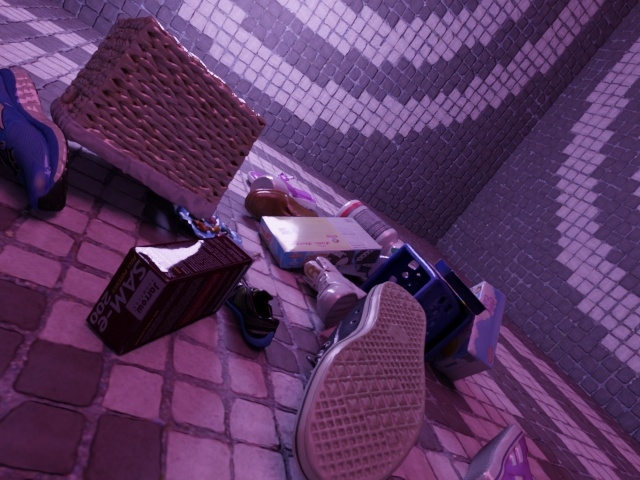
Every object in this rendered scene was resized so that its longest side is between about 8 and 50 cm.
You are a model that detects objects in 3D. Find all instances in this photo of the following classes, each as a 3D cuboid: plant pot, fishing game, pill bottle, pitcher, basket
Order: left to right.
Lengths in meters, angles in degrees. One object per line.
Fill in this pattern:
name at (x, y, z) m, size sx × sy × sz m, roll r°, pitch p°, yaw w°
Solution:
basket at (-0.349, -0.267, 0.931) m, size 0.331 × 0.266 × 0.328 m, roll 37°, pitch -1°, yaw -42°
fishing game at (-0.266, -0.041, 1.035) m, size 0.264 × 0.041 × 0.189 m, roll 39°, pitch 12°, yaw 12°
pitcher at (-0.146, -0.134, 1.465) m, size 0.177 × 0.125 × 0.207 m, roll 50°, pitch 6°, yaw 17°
pill bottle at (0.212, -0.014, 1.779) m, size 0.318 × 0.176 × 0.176 m, roll 43°, pitch 16°, yaw 24°
plant pot at (0.262, 0.184, 1.182) m, size 0.212 × 0.236 × 0.236 m, roll 39°, pitch 13°, yaw -21°

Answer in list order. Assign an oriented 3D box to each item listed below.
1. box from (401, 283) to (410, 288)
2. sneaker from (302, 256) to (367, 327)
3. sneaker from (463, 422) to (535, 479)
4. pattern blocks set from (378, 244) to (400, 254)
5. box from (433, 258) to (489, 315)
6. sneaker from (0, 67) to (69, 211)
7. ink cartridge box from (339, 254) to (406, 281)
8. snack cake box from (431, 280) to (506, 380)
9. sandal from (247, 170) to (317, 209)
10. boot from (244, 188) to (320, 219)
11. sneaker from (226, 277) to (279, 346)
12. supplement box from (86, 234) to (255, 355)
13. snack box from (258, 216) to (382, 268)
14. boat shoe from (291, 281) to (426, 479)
box at (0.343, 0.236, 1.443) m, size 0.184 × 0.103 × 0.261 m, roll 40°, pitch 14°, yaw 27°
sneaker at (0.008, 0.120, 1.055) m, size 0.169 × 0.108 × 0.292 m, roll 39°, pitch 5°, yaw 16°
sneaker at (0.373, 0.471, 0.806) m, size 0.161 × 0.102 × 0.282 m, roll 46°, pitch 28°, yaw 23°
pattern blocks set at (0.125, 0.020, 1.483) m, size 0.325 × 0.026 × 0.285 m, roll 9°, pitch 5°, yaw 23°
box at (0.383, 0.127, 1.170) m, size 0.136 × 0.036 × 0.225 m, roll 49°, pitch 9°, yaw 0°
sneaker at (-0.529, -0.166, 0.705) m, size 0.147 × 0.129 × 0.330 m, roll -18°, pitch 59°, yaw -45°
ink cartridge box at (0.178, 0.085, 1.413) m, size 0.191 × 0.082 × 0.140 m, roll 6°, pitch -2°, yaw 30°
snack cake box at (0.435, 0.261, 1.233) m, size 0.089 × 0.152 × 0.264 m, roll 36°, pitch 49°, yaw -3°
sandal at (-0.148, -0.236, 1.792) m, size 0.169 × 0.102 × 0.416 m, roll 44°, pitch 17°, yaw 29°
boot at (-0.095, -0.081, 1.358) m, size 0.306 × 0.112 × 0.115 m, roll 21°, pitch 8°, yaw -34°
sneaker at (-0.127, 0.113, 0.790) m, size 0.067 × 0.078 × 0.188 m, roll 22°, pitch 20°, yaw -45°
supplement box at (-0.209, 0.068, 0.640) m, size 0.073 × 0.130 × 0.239 m, roll 40°, pitch 14°, yaw 10°
snack box at (0.000, 0.000, 1.249) m, size 0.322 × 0.060 × 0.187 m, roll -1°, pitch 33°, yaw -30°
boat shoe at (0.073, 0.236, 0.737) m, size 0.187 × 0.156 × 0.500 m, roll 42°, pitch 26°, yaw 1°
